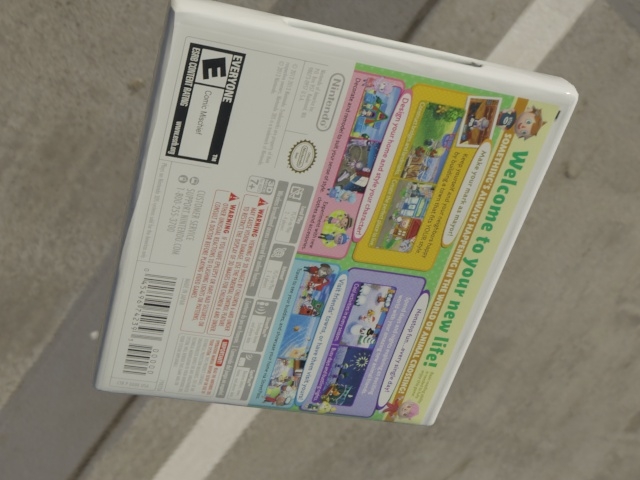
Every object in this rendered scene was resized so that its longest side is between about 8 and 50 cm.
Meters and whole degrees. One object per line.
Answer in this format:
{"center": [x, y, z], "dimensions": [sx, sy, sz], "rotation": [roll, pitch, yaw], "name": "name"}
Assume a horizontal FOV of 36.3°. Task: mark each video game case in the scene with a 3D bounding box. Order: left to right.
{"center": [0.000, 0.000, 0.483], "dimensions": [0.193, 0.023, 0.213], "rotation": [9, 120, -16], "name": "video game case"}
